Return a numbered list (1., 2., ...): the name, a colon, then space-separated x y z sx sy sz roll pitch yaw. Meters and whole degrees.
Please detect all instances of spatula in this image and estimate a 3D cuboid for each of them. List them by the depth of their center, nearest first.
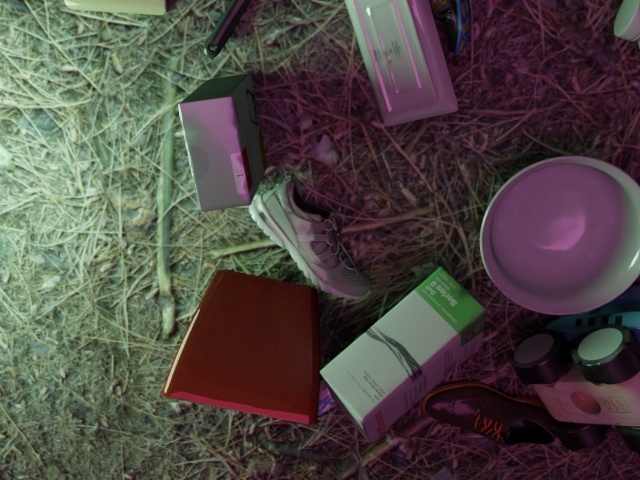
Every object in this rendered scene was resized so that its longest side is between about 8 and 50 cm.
1. spatula: -0.117 -0.440 1.333 0.084 0.030 0.296 31 109 -11

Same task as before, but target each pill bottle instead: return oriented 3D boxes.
1. pill bottle: 0.590 -0.348 1.284 0.187 0.112 0.111 17 111 -4

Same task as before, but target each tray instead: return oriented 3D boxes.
1. tray: 0.131 -0.330 1.335 0.145 0.030 0.270 -8 112 32

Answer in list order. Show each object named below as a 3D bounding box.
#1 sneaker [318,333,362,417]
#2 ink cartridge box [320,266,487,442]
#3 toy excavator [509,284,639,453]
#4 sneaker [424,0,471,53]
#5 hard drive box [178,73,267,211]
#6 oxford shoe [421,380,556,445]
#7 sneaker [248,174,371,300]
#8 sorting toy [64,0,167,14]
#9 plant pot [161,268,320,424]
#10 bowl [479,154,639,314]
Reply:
1. sneaker: 0.030 0.281 1.578 0.086 0.085 0.237 46 108 4
2. ink cartridge box: 0.151 0.211 1.407 0.289 0.211 0.121 -39 66 -11
3. toy excavator: 0.632 0.154 1.432 0.433 0.445 0.222 -14 117 53
4. sneaker: 0.203 -0.407 1.318 0.078 0.067 0.188 -11 113 30
5. hard drive box: -0.160 -0.172 1.331 0.089 0.232 0.181 -6 111 6
6. oxford shoe: 0.341 0.353 1.572 0.272 0.098 0.096 7 111 1
7. sneaker: 0.000 0.000 1.455 0.281 0.105 0.115 43 107 -12
8. sorting toy: -0.350 -0.485 1.321 0.348 0.047 0.195 4 111 2
9. plant pot: -0.120 0.187 1.448 0.268 0.267 0.235 11 83 -1
10. bowl: 0.427 -0.025 1.405 0.298 0.134 0.297 1 110 2
